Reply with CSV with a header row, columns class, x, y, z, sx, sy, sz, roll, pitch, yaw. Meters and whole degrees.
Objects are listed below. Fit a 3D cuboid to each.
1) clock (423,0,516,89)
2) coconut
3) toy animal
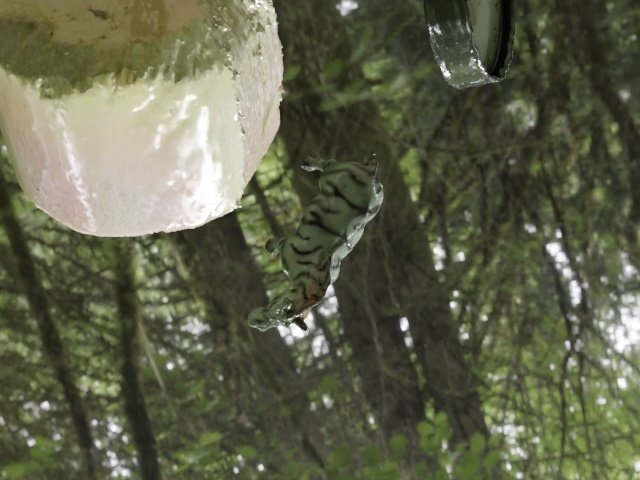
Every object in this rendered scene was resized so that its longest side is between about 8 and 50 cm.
class,x,y,z,sx,sy,sz,roll,pitch,yaw
clock,0.133,-0.225,0.941,0.040,0.184,0.184,-1,-148,23
coconut,-0.174,-0.156,1.033,0.297,0.309,0.297,-1,-124,1
toy animal,-0.010,0.005,1.250,0.170,0.090,0.255,-18,-135,59
